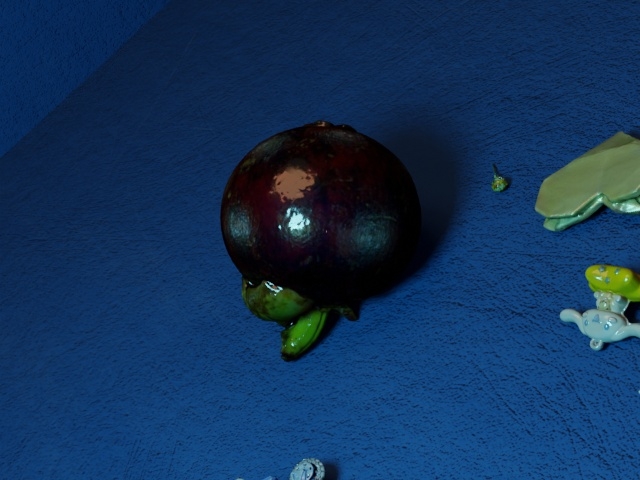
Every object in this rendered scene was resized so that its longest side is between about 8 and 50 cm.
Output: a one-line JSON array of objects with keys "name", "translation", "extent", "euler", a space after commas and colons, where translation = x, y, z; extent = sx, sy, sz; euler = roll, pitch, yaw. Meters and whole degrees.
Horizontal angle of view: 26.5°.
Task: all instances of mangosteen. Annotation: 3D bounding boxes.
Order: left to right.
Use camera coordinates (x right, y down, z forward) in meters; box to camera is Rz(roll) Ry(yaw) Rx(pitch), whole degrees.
[{"name": "mangosteen", "translation": [0.000, 0.000, 2.053], "extent": [0.306, 0.306, 0.360], "euler": [-6, 76, 39]}]

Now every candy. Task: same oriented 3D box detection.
[{"name": "candy", "translation": [0.279, -0.102, 2.134], "extent": [0.023, 0.025, 0.083], "euler": [11, 31, -5]}]

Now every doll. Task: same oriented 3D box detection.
[{"name": "doll", "translation": [0.375, 0.091, 1.784], "extent": [0.135, 0.071, 0.113], "euler": [-18, 56, 37]}]

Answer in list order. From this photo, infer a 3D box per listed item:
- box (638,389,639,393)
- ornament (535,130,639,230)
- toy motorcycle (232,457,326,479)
[{"name": "box", "translation": [0.469, 0.227, 1.501], "extent": [0.129, 0.086, 0.225], "euler": [-33, 34, 7]}, {"name": "ornament", "translation": [0.416, -0.097, 1.967], "extent": [0.201, 0.059, 0.180], "euler": [-13, 38, 36]}, {"name": "toy motorcycle", "translation": [-0.074, 0.378, 1.847], "extent": [0.205, 0.076, 0.114], "euler": [-31, 41, 12]}]
